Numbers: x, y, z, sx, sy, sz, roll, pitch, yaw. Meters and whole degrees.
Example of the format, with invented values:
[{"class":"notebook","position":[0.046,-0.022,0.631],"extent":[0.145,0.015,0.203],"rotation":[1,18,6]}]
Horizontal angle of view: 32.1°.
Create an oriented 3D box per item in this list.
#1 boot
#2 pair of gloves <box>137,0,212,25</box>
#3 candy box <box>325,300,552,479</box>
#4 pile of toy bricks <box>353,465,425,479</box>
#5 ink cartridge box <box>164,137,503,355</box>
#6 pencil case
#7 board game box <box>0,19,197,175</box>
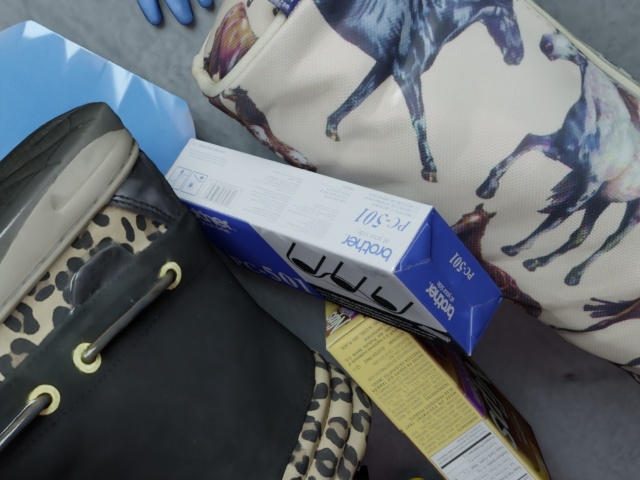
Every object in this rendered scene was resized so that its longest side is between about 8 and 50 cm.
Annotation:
[{"class":"boot","position":[-0.147,0.146,0.633],"extent":[0.284,0.138,0.377],"rotation":[44,66,-29]},{"class":"pair of gloves","position":[-0.074,-0.230,0.698],"extent":[0.198,0.023,0.159],"rotation":[-24,106,6]},{"class":"candy box","position":[0.081,0.103,0.762],"extent":[0.053,0.109,0.187],"rotation":[-38,105,11]},{"class":"pile of toy bricks","position":[0.014,0.234,0.819],"extent":[0.212,0.118,0.105],"rotation":[2,147,-12]},{"class":"ink cartridge box","position":[0.000,0.000,0.671],"extent":[0.046,0.207,0.097],"rotation":[-57,135,-14]},{"class":"pencil case","position":[0.132,-0.055,0.672],"extent":[0.410,0.160,0.183],"rotation":[33,130,-13]},{"class":"board game box","position":[-0.163,-0.065,0.746],"extent":[0.168,0.033,0.133],"rotation":[27,111,-4]}]
